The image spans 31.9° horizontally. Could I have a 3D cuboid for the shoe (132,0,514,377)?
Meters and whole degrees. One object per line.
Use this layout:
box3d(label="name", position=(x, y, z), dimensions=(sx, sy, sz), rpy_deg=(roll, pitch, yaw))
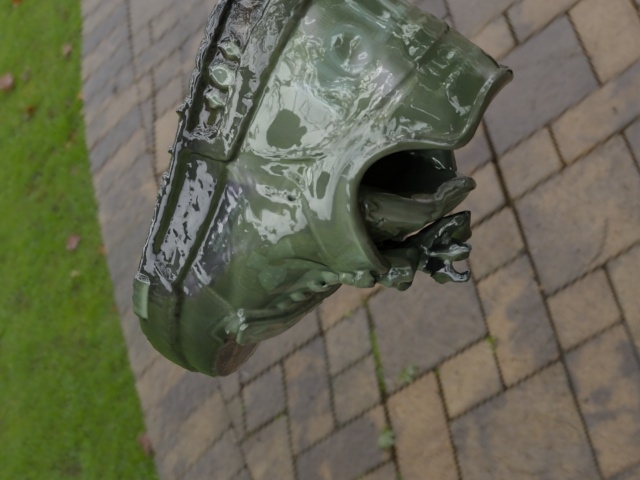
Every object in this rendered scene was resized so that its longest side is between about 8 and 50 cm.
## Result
box3d(label="shoe", position=(0.002, -0.001, 0.558), dimensions=(0.109, 0.149, 0.293), rpy_deg=(-49, -16, -41))
